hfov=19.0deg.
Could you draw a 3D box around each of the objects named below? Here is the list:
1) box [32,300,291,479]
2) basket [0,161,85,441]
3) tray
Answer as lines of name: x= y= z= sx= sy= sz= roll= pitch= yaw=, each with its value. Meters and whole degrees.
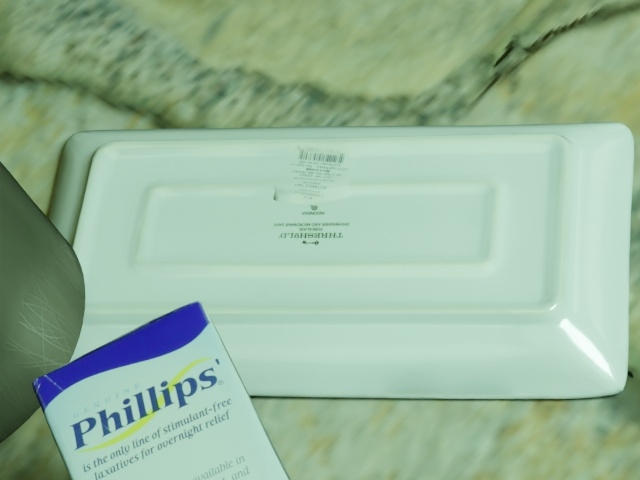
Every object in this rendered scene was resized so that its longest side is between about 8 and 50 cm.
box: x=-0.037 y=0.117 z=0.710 sx=0.072 sy=0.126 sz=0.137 roll=-25 pitch=53 yaw=-4
basket: x=-0.205 y=-0.012 z=0.759 sx=0.204 sy=0.227 sz=0.154 roll=9 pitch=64 yaw=35
tray: x=0.000 y=0.000 z=0.844 sx=0.270 sy=0.030 sz=0.145 roll=0 pitch=54 yaw=12
